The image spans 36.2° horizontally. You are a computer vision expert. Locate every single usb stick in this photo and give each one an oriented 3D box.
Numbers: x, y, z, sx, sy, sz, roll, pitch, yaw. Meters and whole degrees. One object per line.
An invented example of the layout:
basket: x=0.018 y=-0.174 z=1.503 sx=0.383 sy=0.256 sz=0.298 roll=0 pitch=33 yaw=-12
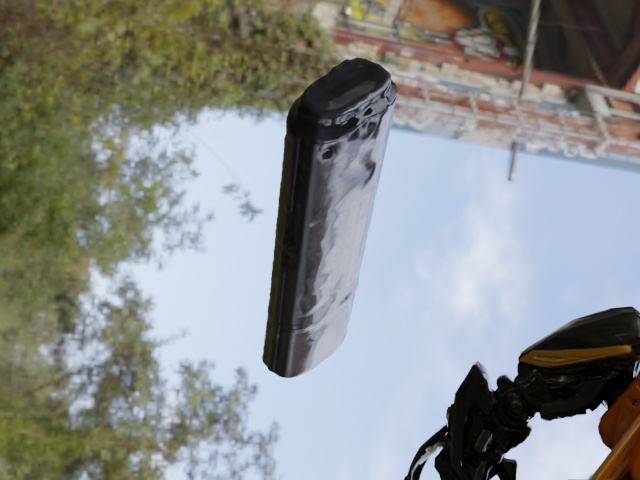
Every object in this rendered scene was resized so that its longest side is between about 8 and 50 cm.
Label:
usb stick: x=0.000 y=0.000 z=0.641 sx=0.045 sy=0.077 sz=0.278 roll=42 pitch=-31 yaw=23

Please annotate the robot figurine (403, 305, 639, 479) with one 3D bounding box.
robot figurine: x=0.099 y=0.172 z=0.383 sx=0.291 sy=0.211 sz=0.085 roll=-54 pitch=171 yaw=9
